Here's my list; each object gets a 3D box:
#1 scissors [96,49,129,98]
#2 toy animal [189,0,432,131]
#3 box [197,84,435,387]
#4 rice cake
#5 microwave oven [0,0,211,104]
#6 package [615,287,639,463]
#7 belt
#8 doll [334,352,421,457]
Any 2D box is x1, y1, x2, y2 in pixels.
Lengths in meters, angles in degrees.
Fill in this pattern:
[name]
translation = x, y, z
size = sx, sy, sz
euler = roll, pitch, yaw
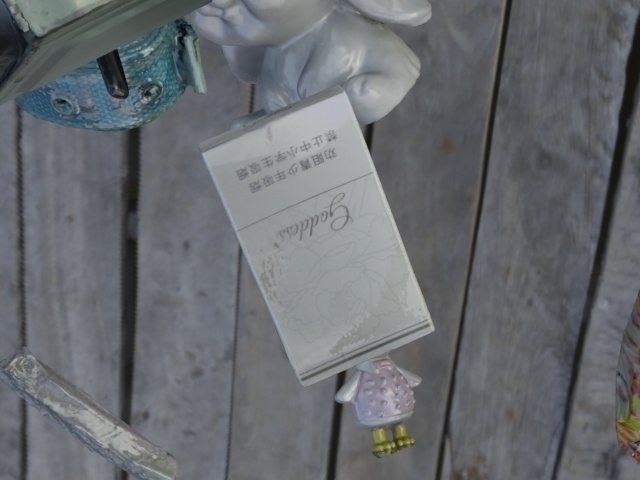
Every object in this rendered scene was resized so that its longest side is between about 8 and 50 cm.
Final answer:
[scissors]
translation = -0.159, -0.164, 0.791
size = 0.017, 0.220, 0.088
euler = -24, 138, 0
[toy animal]
translation = -0.037, -0.248, 1.200
size = 0.271, 0.206, 0.265
euler = -16, 118, 49
[box]
translation = -0.001, 0.000, 0.812
size = 0.109, 0.029, 0.198
euler = -23, 113, -3
[rice cake]
translation = -0.275, 0.221, 1.384
size = 0.270, 0.055, 0.049
euler = 37, 150, -12
[microwave oven]
translation = -0.109, -0.158, 0.362
size = 0.129, 0.163, 0.205
euler = -32, 99, -23
[package]
translation = 0.405, 0.091, 1.247
size = 0.108, 0.223, 0.288
euler = 32, 131, 42
[belt]
translation = -0.192, -0.156, 0.960
size = 0.147, 0.163, 0.082
euler = -28, 140, -16
[doll]
translation = 0.072, 0.175, 1.497
size = 0.081, 0.129, 0.207
euler = -22, 79, 62
